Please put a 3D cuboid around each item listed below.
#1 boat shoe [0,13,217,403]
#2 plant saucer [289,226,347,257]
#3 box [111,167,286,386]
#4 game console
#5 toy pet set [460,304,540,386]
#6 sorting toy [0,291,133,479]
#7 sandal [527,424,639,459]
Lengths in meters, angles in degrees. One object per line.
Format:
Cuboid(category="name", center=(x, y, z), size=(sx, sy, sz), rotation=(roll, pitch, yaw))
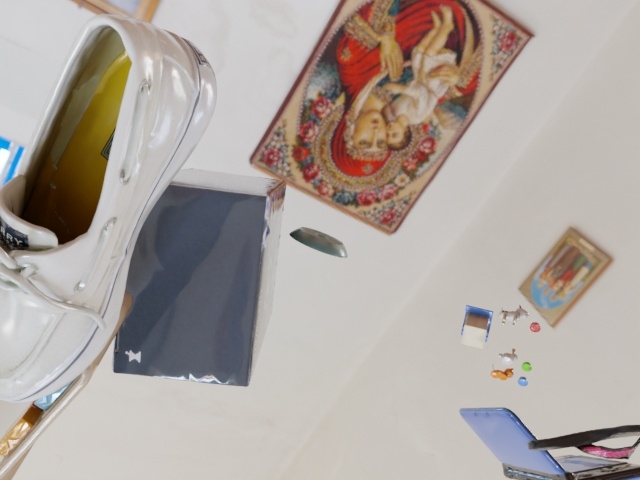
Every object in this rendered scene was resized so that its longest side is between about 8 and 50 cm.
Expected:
Cuboid(category="boat shoe", center=(-0.219, -0.009, 0.450), size=(0.136, 0.367, 0.156), rotation=(37, -167, 13))
Cuboid(category="plant saucer", center=(0.000, 0.000, 1.070), size=(0.119, 0.021, 0.119), rotation=(21, -171, -4))
Cuboid(category="box", center=(-0.189, 0.034, 0.996), size=(0.212, 0.293, 0.395), rotation=(7, -171, 0))
Cuboid(category="game console", center=(0.471, 0.421, 1.196), size=(0.250, 0.173, 0.293), rotation=(-7, 165, -8))
Cuboid(category="toy pet set", center=(0.279, 0.149, 0.886), size=(0.114, 0.122, 0.065), rotation=(12, -148, 19))
Cuboid(category="sorting toy", center=(-0.311, 0.171, 0.678), size=(0.038, 0.208, 0.193), rotation=(36, -169, -15))
Cuboid(category="sandal", center=(0.375, 0.279, 0.764), size=(0.067, 0.179, 0.040), rotation=(42, -144, -54))
